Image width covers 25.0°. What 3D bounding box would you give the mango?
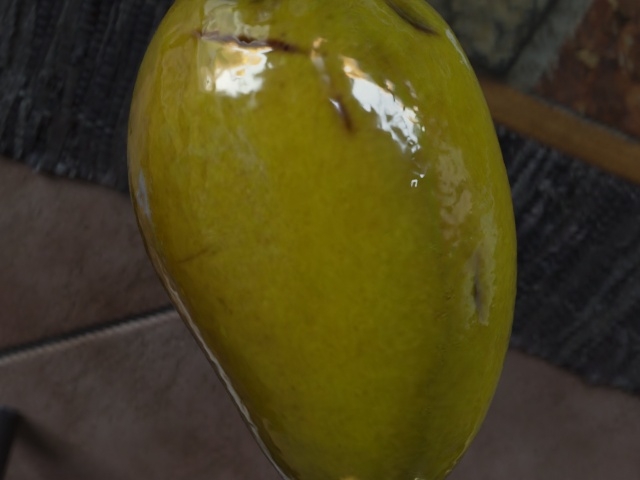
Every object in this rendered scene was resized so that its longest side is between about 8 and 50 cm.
[{"bbox_3d":[0.000,0.000,1.112,0.301,0.220,0.445,-8,89,23],"label":"mango"}]
